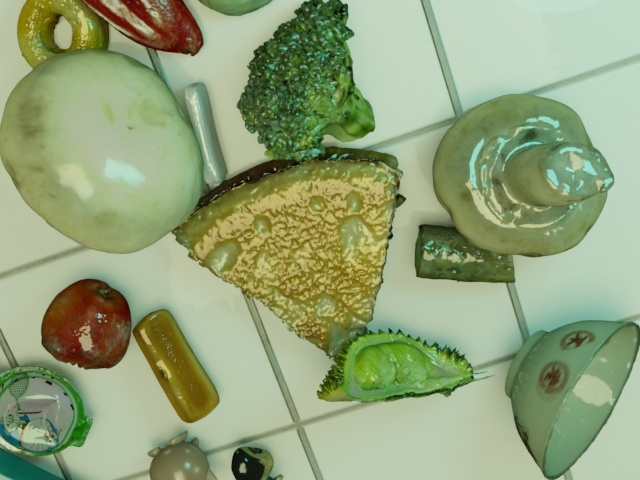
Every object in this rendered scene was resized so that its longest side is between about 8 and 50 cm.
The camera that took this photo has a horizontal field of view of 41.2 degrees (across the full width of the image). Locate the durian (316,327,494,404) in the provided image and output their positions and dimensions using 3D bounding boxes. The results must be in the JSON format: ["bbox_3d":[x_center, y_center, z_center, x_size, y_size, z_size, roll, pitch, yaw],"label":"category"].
[{"bbox_3d":[0.135,0.269,1.617,0.352,0.169,0.158,1,116,-34],"label":"durian"}]

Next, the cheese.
[{"bbox_3d":[-0.617,0.329,1.706,0.320,0.083,0.204,23,105,-8],"label":"cheese"}]

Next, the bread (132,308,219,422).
[{"bbox_3d":[-0.289,0.246,1.688,0.092,0.074,0.239,-33,105,-25],"label":"bread"}]

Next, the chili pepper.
[{"bbox_3d":[-0.316,-0.411,1.489,0.252,0.136,0.144,50,65,-21],"label":"chili pepper"}]

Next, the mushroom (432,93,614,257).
[{"bbox_3d":[0.363,-0.117,1.453,0.314,0.336,0.314,0,88,-10],"label":"mushroom"}]

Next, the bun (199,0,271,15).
[{"bbox_3d":[-0.144,-0.494,1.454,0.204,0.126,0.212,-10,107,4],"label":"bun"}]

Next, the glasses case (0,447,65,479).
[{"bbox_3d":[-0.559,0.544,1.759,0.301,0.070,0.117,28,130,-9],"label":"glasses case"}]

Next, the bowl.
[{"bbox_3d":[0.458,0.273,1.632,0.157,0.337,0.337,29,108,34],"label":"bowl"}]

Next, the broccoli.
[{"bbox_3d":[-0.012,-0.268,1.508,0.288,0.248,0.245,-46,138,1],"label":"broccoli"}]

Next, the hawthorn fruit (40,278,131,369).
[{"bbox_3d":[-0.440,0.160,1.622,0.173,0.173,0.173,0,106,0],"label":"hawthorn fruit"}]

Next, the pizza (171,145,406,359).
[{"bbox_3d":[-0.012,-0.029,1.613,0.435,0.080,0.392,36,103,-11],"label":"pizza"}]

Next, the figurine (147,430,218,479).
[{"bbox_3d":[-0.285,0.471,1.738,0.125,0.125,0.138,-32,88,8],"label":"figurine"}]

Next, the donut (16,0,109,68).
[{"bbox_3d":[-0.464,-0.370,1.517,0.162,0.065,0.178,0,107,0],"label":"donut"}]

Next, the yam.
[{"bbox_3d":[0.279,0.028,1.615,0.194,0.107,0.107,5,106,-2],"label":"yam"}]

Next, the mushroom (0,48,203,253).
[{"bbox_3d":[-0.364,-0.153,1.470,0.353,0.353,0.325,34,81,-9],"label":"mushroom"}]

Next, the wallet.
[{"bbox_3d":[-0.209,-0.193,1.554,0.033,0.095,0.190,-9,105,10],"label":"wallet"}]

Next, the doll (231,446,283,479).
[{"bbox_3d":[-0.122,0.482,1.756,0.102,0.089,0.179,-10,132,38],"label":"doll"}]
